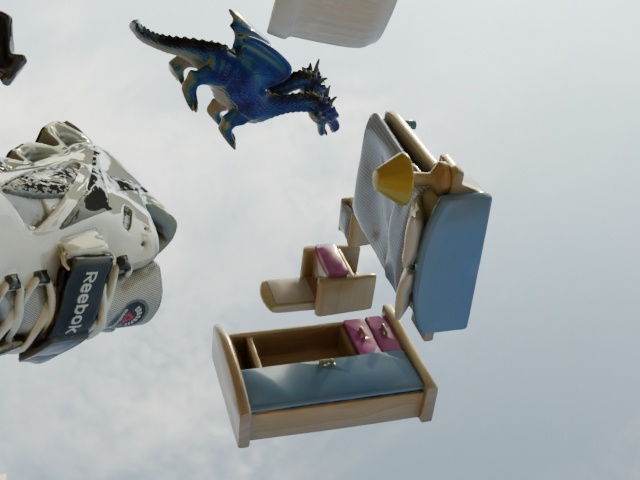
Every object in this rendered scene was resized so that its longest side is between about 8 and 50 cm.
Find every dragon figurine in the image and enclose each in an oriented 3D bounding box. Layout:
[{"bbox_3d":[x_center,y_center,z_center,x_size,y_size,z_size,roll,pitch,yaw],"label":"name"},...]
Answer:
[{"bbox_3d":[-0.090,-0.201,1.086,0.144,0.289,0.085,-39,-137,7],"label":"dragon figurine"}]

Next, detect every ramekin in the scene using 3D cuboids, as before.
[{"bbox_3d":[0.026,-0.285,0.925,0.109,0.207,0.207,16,-113,-6],"label":"ramekin"}]

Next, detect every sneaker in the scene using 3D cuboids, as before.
[{"bbox_3d":[-0.179,0.018,0.639,0.122,0.146,0.330,-55,-175,26],"label":"sneaker"}]

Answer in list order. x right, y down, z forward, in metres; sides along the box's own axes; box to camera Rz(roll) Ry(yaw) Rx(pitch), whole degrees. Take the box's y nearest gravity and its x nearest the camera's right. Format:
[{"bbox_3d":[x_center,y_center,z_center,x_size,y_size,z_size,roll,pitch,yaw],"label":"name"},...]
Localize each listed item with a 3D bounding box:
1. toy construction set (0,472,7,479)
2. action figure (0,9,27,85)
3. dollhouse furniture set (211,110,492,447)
[{"bbox_3d":[-0.386,0.157,1.015,0.215,0.151,0.328,-11,-98,18],"label":"toy construction set"},{"bbox_3d":[-0.410,-0.280,0.818,0.341,0.178,0.330,14,-96,-14],"label":"action figure"},{"bbox_3d":[0.000,0.000,0.934,0.198,0.303,0.286,-4,-146,-17],"label":"dollhouse furniture set"}]
